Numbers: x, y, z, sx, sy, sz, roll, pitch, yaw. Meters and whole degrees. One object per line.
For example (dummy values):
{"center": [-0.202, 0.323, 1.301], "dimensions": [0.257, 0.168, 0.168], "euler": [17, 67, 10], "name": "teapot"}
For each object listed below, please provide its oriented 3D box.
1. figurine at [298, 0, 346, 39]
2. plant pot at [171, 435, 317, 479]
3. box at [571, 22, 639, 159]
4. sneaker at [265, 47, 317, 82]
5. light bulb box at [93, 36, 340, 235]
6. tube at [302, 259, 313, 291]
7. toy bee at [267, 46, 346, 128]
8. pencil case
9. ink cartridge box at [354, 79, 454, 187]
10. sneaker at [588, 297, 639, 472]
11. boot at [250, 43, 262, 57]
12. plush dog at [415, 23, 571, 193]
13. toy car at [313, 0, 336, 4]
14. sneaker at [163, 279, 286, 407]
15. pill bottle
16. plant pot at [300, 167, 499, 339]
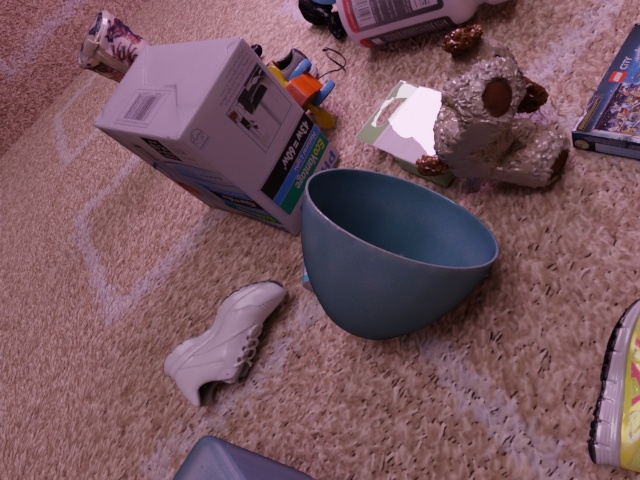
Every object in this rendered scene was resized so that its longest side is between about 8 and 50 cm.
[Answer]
{"center": [0.073, -0.682, 1.272], "dimensions": [0.215, 0.092, 0.209], "euler": [-41, 55, 5], "name": "figurine"}
{"center": [-0.110, 0.412, 0.603], "dimensions": [0.248, 0.247, 0.252], "euler": [-57, 30, -8], "name": "plant pot"}
{"center": [0.525, -0.232, 0.692], "dimensions": [0.159, 0.044, 0.233], "euler": [26, 79, 42], "name": "box"}
{"center": [-0.144, -0.431, 1.239], "dimensions": [0.271, 0.108, 0.100], "euler": [-31, 51, 17], "name": "sneaker"}
{"center": [-0.215, -0.219, 0.979], "dimensions": [0.358, 0.361, 0.225], "euler": [18, 75, 40], "name": "light bulb box"}
{"center": [0.000, 0.000, 0.905], "dimensions": [0.080, 0.052, 0.207], "euler": [6, 59, 1], "name": "tube"}
{"center": [-0.032, -0.347, 1.097], "dimensions": [0.195, 0.298, 0.162], "euler": [52, 130, 9], "name": "toy bee"}
{"center": [-0.486, -0.474, 1.295], "dimensions": [0.160, 0.410, 0.183], "euler": [-48, 50, 14], "name": "pencil case"}
{"center": [0.204, -0.222, 0.900], "dimensions": [0.171, 0.056, 0.235], "euler": [-51, 45, -4], "name": "ink cartridge box"}
{"center": [0.383, 0.169, 0.523], "dimensions": [0.094, 0.081, 0.209], "euler": [12, 76, 31], "name": "sneaker"}
{"center": [-0.230, -0.554, 1.417], "dimensions": [0.121, 0.045, 0.099], "euler": [-29, 47, 26], "name": "boot"}
{"center": [0.268, -0.222, 0.739], "dimensions": [0.210, 0.262, 0.225], "euler": [-7, 62, 53], "name": "plush dog"}
{"center": [0.090, -0.746, 1.149], "dimensions": [0.237, 0.219, 0.210], "euler": [-4, 42, -11], "name": "toy car"}
{"center": [-0.168, 0.200, 0.877], "dimensions": [0.297, 0.111, 0.129], "euler": [-46, 62, 6], "name": "sneaker"}
{"center": [0.233, -0.579, 1.001], "dimensions": [0.362, 0.210, 0.210], "euler": [1, 63, 34], "name": "pill bottle"}
{"center": [0.094, 0.037, 0.697], "dimensions": [0.290, 0.290, 0.195], "euler": [48, 131, 43], "name": "plant pot"}
